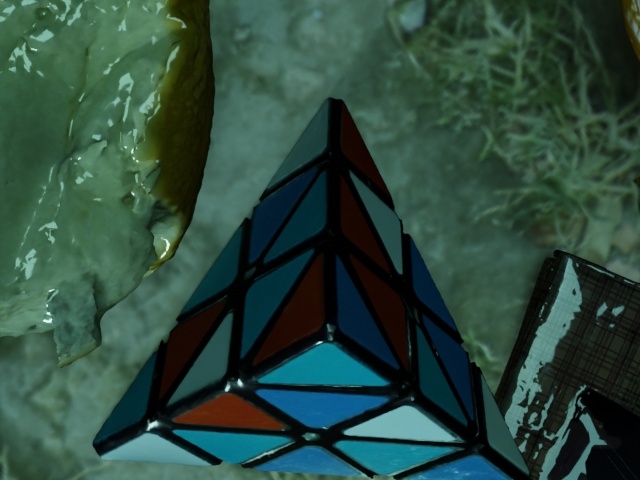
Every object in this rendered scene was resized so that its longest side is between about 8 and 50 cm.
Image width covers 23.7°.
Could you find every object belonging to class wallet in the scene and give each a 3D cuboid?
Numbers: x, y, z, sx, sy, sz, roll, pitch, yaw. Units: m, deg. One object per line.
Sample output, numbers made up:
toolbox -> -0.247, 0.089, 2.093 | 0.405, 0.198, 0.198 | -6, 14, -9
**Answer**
wallet -> 0.167, 0.133, 1.017 | 0.124, 0.042, 0.230 | 22, 85, -6

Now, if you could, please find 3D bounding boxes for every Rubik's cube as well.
Rubik's cube -> 0.000, 0.000, 0.928 | 0.284, 0.250, 0.234 | 3, 66, 3

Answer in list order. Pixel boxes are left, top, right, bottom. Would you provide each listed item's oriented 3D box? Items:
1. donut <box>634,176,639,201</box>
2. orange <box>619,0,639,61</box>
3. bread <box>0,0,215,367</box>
donut -> 0.350, 0.045, 0.999 | 0.112, 0.151, 0.295 | -39, 96, -17
orange -> 0.326, -0.151, 0.936 | 0.310, 0.274, 0.274 | 17, 87, -48
bread -> -0.173, -0.070, 0.856 | 0.224, 0.250, 0.279 | -8, 94, -13
